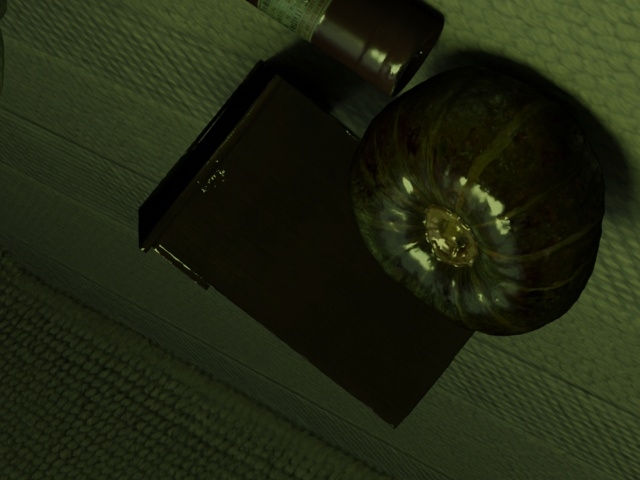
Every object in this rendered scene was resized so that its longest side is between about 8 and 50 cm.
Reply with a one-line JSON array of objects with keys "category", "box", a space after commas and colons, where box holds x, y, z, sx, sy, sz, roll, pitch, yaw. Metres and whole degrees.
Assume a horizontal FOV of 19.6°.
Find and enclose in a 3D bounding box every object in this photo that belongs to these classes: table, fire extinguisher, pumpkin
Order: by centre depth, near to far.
[{"category": "fire extinguisher", "box": [-0.021, -0.194, 1.469, 0.231, 0.071, 0.099, 33, 138, 9]}, {"category": "pumpkin", "box": [0.130, -0.042, 1.470, 0.219, 0.162, 0.219, 27, 136, 30]}, {"category": "table", "box": [0.000, 0.000, 1.709, 0.282, 0.196, 0.250, 39, -178, -10]}]

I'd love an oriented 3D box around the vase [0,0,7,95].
[{"category": "vase", "box": [-0.367, -0.186, 1.578, 0.250, 0.445, 0.250, 19, 160, 7]}]
